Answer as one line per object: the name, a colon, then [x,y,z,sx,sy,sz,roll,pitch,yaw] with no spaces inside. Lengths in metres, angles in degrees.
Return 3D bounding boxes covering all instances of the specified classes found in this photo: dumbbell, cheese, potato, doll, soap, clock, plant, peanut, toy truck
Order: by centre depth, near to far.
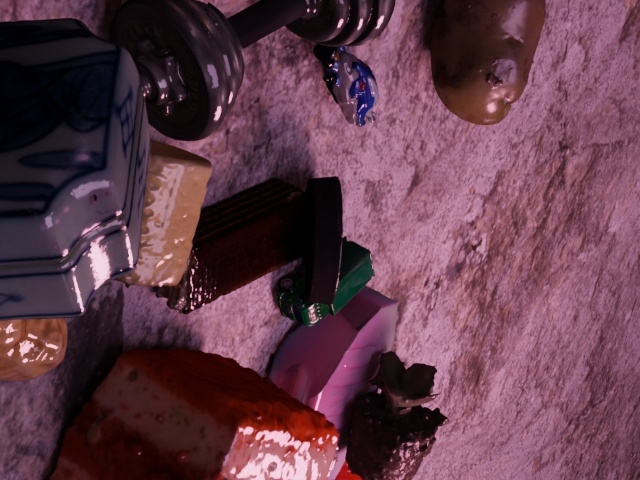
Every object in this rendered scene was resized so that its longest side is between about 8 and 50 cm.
peanut: [-0.365,0.076,1.389,0.140,0.153,0.325,-69,158,-8]
dumbbell: [-0.075,-0.256,1.538,0.406,0.179,0.179,-36,139,-35]
cheese: [-0.205,-0.032,1.605,0.123,0.094,0.167,4,106,-45]
doll: [0.038,-0.223,1.828,0.195,0.070,0.096,53,38,-52]
clock: [0.000,0.000,1.858,0.040,0.184,0.185,3,120,-7]
potato: [0.248,-0.305,1.970,0.165,0.165,0.262,-5,105,-53]
toy truck: [0.004,0.064,1.980,0.147,0.079,0.065,-42,143,-25]
plant: [0.118,0.282,2.061,0.131,0.142,0.203,-16,136,-42]
soap: [0.008,0.227,2.079,0.193,0.109,0.324,-9,120,-53]

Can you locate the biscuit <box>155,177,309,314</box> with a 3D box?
biscuit: [-0.120,0.007,1.771,0.252,0.070,0.106,-27,134,-42]

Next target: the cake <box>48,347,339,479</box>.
cake: [-0.177,0.320,1.740,0.270,0.269,0.320,20,94,-57]

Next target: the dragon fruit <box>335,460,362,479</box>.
dragon fruit: [0.057,0.407,2.265,0.274,0.126,0.161,14,102,-58]

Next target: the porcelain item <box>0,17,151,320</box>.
porcelain item: [-0.306,-0.072,1.215,0.157,0.281,0.286,82,7,-48]
